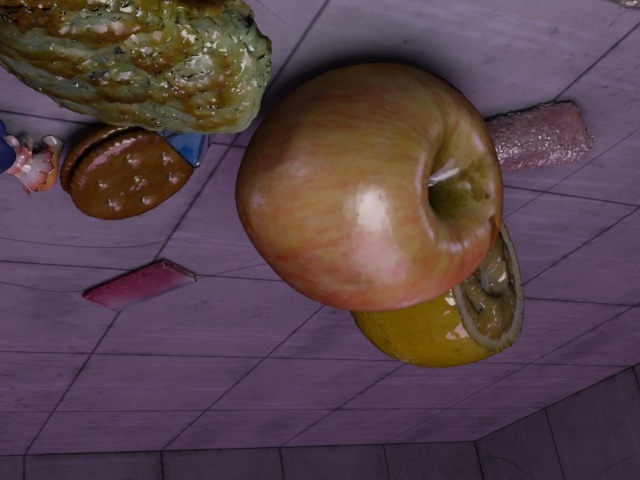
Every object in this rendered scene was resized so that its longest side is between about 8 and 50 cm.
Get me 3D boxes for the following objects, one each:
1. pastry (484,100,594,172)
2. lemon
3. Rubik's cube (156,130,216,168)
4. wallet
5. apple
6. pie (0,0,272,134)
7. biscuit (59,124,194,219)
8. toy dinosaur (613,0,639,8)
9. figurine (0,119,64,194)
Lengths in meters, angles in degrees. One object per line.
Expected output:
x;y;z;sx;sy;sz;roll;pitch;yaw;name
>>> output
0.344;-0.173;1.484;0.265;0.103;0.112;-17;146;10;pastry
0.214;0.089;1.709;0.364;0.364;0.364;-8;154;-4;lemon
-0.173;-0.194;1.189;0.211;0.178;0.190;9;145;-35;Rubik's cube
-0.402;0.103;1.863;0.232;0.025;0.119;-21;152;22;wallet
0.067;-0.076;1.289;0.346;0.391;0.391;-6;162;42;apple
-0.269;-0.246;0.931;0.395;0.180;0.418;9;158;26;pie
-0.310;-0.117;1.376;0.220;0.066;0.220;-23;155;-12;biscuit
0.416;-0.419;1.052;0.162;0.077;0.294;16;130;-34;toy dinosaur
-0.480;-0.135;1.280;0.111;0.102;0.195;-28;148;30;figurine
